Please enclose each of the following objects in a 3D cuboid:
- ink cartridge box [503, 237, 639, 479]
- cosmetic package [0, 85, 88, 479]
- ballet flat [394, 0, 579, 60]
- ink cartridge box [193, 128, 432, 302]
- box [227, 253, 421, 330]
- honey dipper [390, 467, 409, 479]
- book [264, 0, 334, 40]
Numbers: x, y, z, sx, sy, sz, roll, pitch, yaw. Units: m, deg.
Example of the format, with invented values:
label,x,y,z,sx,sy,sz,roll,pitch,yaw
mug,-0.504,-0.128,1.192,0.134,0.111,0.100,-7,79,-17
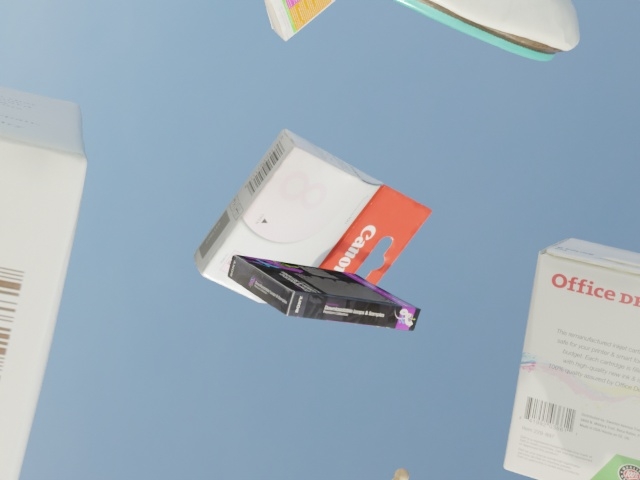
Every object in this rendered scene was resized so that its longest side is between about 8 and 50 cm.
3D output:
label,x,y,z,sx,sy,sz,roll,pitch,yaw
ink cartridge box,0.266,0.118,1.080,0.154,0.093,0.212,13,-74,26
cosmetic package,-0.385,0.023,0.978,0.393,0.327,0.329,-139,-118,-74
ballet flat,0.017,-0.226,0.762,0.139,0.400,0.139,-166,-90,-70
ink cartridge box,0.000,0.000,1.373,0.189,0.232,0.066,-53,-152,17
box,0.003,0.053,1.186,0.116,0.162,0.029,28,-77,52
honey dipper,0.050,0.314,1.378,0.030,0.030,0.160,5,-151,46
book,-0.017,-0.384,1.820,0.144,0.096,0.035,-39,-117,-11
